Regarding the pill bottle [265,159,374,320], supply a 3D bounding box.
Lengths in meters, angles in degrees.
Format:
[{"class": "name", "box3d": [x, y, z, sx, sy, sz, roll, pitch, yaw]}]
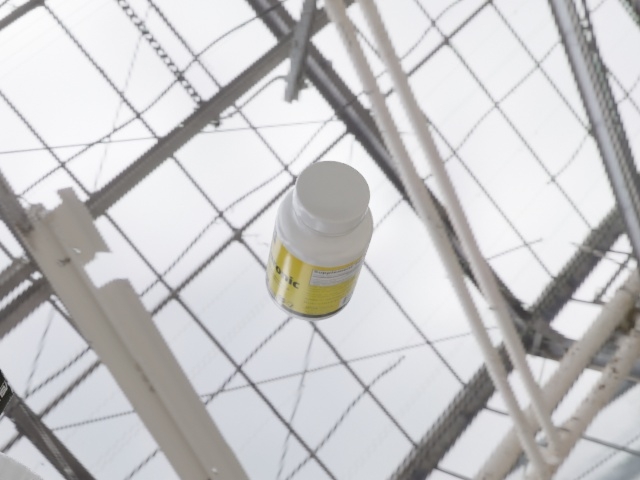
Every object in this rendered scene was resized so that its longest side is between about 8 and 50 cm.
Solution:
[{"class": "pill bottle", "box3d": [0.000, 0.000, 0.666, 0.065, 0.065, 0.116, -41, -18, -29]}]

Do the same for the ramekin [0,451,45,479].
[{"class": "ramekin", "box3d": [-0.314, 0.286, 0.818, 0.273, 0.127, 0.272, 1, -69, 3]}]

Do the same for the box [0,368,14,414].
[{"class": "box", "box3d": [-0.439, 0.211, 1.032, 0.184, 0.191, 0.045, -76, -27, -52]}]
